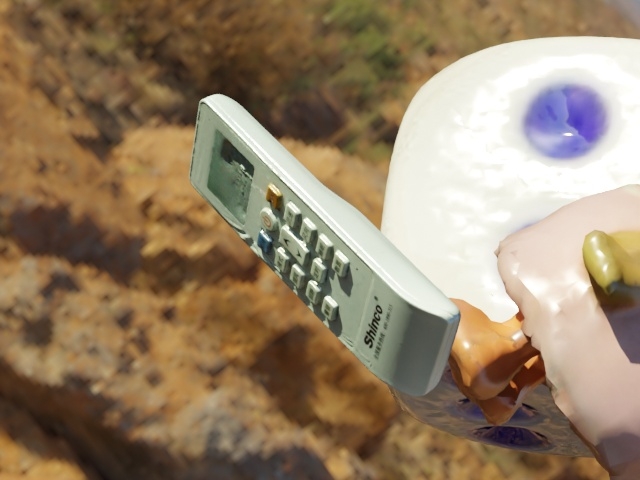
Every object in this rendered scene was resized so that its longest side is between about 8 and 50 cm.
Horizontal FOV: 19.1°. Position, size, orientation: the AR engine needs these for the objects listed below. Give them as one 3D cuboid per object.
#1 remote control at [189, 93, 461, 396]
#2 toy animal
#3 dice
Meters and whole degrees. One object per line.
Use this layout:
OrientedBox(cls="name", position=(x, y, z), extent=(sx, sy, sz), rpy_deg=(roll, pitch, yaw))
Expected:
OrientedBox(cls="remote control", position=(0.000, 0.000, 0.860), extent=(0.029, 0.061, 0.162), rpy_deg=(-27, 60, -32))
OrientedBox(cls="toy animal", position=(0.208, 0.020, 1.061), extent=(0.169, 0.281, 0.195), rpy_deg=(51, -2, 18))
OrientedBox(cls="dice", position=(0.226, 0.011, 1.665), extent=(0.277, 0.304, 0.304), rpy_deg=(59, 38, -62))
